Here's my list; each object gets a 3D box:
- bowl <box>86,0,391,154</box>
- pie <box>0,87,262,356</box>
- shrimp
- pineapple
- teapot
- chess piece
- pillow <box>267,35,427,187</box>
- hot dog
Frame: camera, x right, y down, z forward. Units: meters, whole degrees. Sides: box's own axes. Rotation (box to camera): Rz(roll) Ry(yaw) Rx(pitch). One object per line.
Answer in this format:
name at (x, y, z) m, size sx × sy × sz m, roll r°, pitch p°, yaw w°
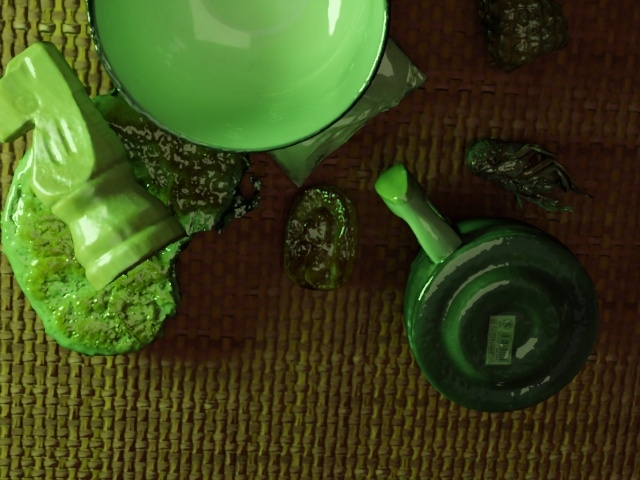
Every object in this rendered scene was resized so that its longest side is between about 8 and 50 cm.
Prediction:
bowl at (-0.090, -0.298, 1.701) m, size 0.354 × 0.185 × 0.354 m, roll 1°, pitch 114°, yaw 3°
pie at (-0.262, -0.026, 1.842) m, size 0.296 × 0.078 × 0.371 m, roll 31°, pitch 100°, yaw -14°
shrimp at (0.282, -0.087, 1.879) m, size 0.190 × 0.075 × 0.073 m, roll 20°, pitch 72°, yaw -21°
pineapple at (0.223, -0.332, 1.782) m, size 0.119 × 0.111 × 0.237 m, roll -31°, pitch 100°, yaw -29°
teapot at (0.176, 0.059, 1.824) m, size 0.321 × 0.239 × 0.239 m, roll 21°, pitch 103°, yaw -16°
chess piece at (-0.296, -0.094, 1.733) m, size 0.137 × 0.137 × 0.301 m, roll -31°, pitch 93°, yaw 5°
pillow at (0.007, -0.191, 1.832) m, size 0.229 × 0.050 × 0.148 m, roll -39°, pitch 100°, yaw 7°
hot dog at (0.002, 0.000, 1.880) m, size 0.099 × 0.065 × 0.147 m, roll 8°, pitch 108°, yaw 2°
